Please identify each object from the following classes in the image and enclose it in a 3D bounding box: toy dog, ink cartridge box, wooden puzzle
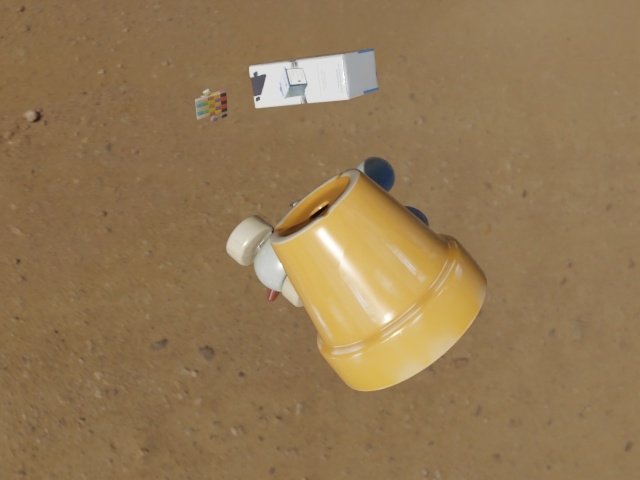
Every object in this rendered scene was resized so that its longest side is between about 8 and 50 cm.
[{"bbox_3d":[0.000,0.000,1.336,0.333,0.220,0.161,-19,152,-22],"label":"toy dog"},{"bbox_3d":[-0.010,-0.293,1.411,0.139,0.190,0.082,-32,116,-58],"label":"ink cartridge box"},{"bbox_3d":[-0.168,-0.208,1.202,0.049,0.083,0.006,-19,66,-14],"label":"wooden puzzle"}]

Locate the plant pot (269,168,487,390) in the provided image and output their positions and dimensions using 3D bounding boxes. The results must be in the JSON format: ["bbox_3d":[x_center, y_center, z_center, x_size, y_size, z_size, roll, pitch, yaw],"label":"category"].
[{"bbox_3d":[0.049,0.030,0.881,0.205,0.205,0.188,-47,108,-21],"label":"plant pot"}]
